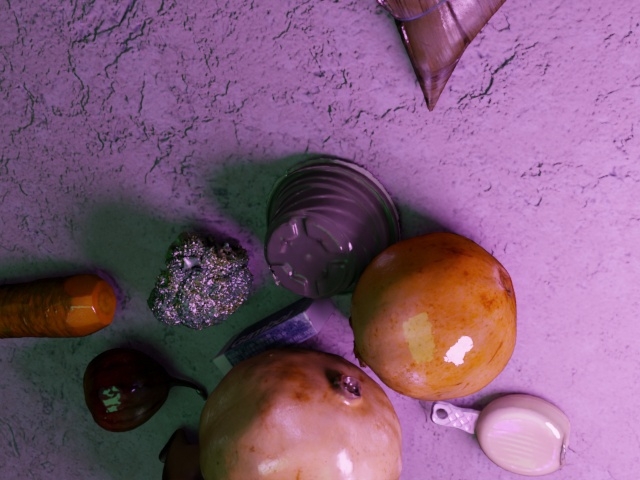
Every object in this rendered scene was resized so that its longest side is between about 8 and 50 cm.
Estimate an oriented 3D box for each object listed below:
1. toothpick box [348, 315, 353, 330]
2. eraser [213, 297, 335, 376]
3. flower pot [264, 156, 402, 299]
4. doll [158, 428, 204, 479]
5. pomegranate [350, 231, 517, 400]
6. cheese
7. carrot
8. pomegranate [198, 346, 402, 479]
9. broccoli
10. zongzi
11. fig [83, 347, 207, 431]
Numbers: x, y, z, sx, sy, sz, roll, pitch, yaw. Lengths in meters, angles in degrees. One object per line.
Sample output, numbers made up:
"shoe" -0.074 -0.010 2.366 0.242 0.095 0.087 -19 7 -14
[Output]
"toothpick box" 0.089 0.117 1.798 0.047 0.047 0.083 45 120 -2
"eraser" -0.077 0.156 1.857 0.212 0.092 0.046 -30 101 31
"flower pot" 0.000 0.000 1.727 0.235 0.140 0.235 10 117 20
"doll" -0.156 0.504 2.003 0.318 0.209 0.340 1 116 57
"pomegranate" 0.164 0.120 1.644 0.264 0.264 0.264 8 116 18
"cheese" 0.288 0.303 1.792 0.227 0.064 0.137 12 113 15
"carrot" -0.507 0.124 2.000 0.302 0.114 0.114 -6 110 27
"pomegranate" -0.030 0.321 1.776 0.332 0.332 0.332 8 116 18
"broccoli" -0.200 0.065 1.827 0.195 0.195 0.156 -42 74 31
"zongzi" 0.221 -0.327 1.509 0.286 0.138 0.300 -10 123 17
"fig" -0.335 0.257 1.974 0.202 0.149 0.148 -22 85 14
